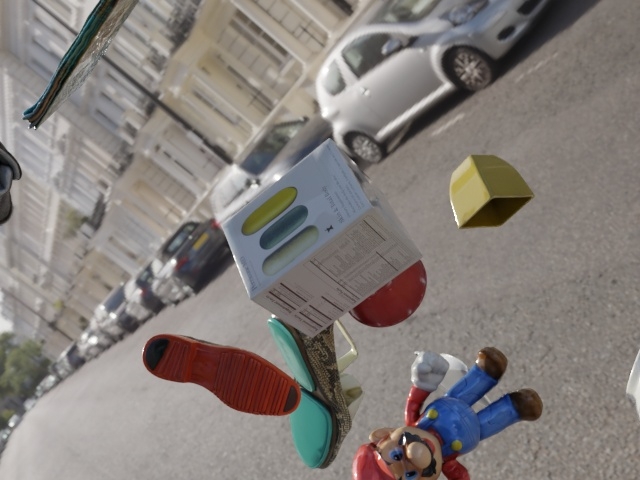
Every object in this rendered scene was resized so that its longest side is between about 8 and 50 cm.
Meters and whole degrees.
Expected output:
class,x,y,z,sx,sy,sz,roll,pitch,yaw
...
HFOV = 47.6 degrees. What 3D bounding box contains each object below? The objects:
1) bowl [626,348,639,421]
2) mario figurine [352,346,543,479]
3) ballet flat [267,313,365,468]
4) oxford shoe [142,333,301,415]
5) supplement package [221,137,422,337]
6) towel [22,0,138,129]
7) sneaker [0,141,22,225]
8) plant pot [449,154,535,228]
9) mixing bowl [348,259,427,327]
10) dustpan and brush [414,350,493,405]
class,x,y,z,sx,sy,sz,roll,pitch,yaw
bowl,0.356,0.136,0.719,0.170,0.080,0.170,-35,-44,-43
mario figurine,0.187,0.287,1.067,0.321,0.170,0.198,-32,35,-24
ballet flat,0.012,0.301,1.583,0.182,0.482,0.164,-30,39,-28
oxford shoe,-0.154,0.214,1.208,0.098,0.272,0.096,17,-87,-80
supplement package,0.000,0.000,1.322,0.263,0.198,0.199,-38,48,12
towel,-0.430,-0.400,1.399,0.370,0.040,0.271,-44,19,29
sneaker,-0.524,-0.088,1.120,0.101,0.153,0.268,-40,-30,-25
plant pot,0.226,-0.073,0.999,0.081,0.082,0.083,-51,50,49
mixing bowl,0.110,0.071,1.433,0.181,0.181,0.098,-52,-34,-6
dustpan and brush,0.277,0.282,1.570,0.211,0.147,0.060,5,52,46
